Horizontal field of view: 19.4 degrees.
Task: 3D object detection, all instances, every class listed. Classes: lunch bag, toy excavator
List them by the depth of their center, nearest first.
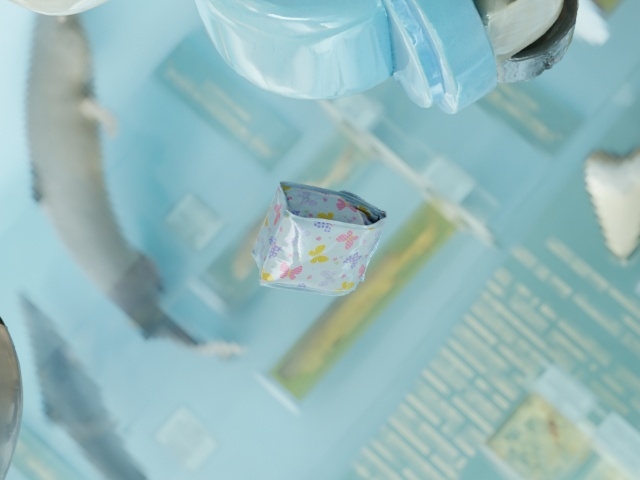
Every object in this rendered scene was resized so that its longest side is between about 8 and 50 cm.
[{"bbox_3d":[0.000,0.000,1.368,0.083,0.071,0.053,9,-145,-19],"label":"lunch bag"},{"bbox_3d":[-0.079,-0.233,1.390,0.433,0.445,0.222,56,173,15],"label":"toy excavator"}]

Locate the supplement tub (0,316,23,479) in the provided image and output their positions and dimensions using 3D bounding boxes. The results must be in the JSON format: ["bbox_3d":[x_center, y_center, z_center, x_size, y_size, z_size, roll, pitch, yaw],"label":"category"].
[{"bbox_3d":[-0.201,0.053,0.631,0.117,0.117,0.190,40,-167,29],"label":"supplement tub"}]
